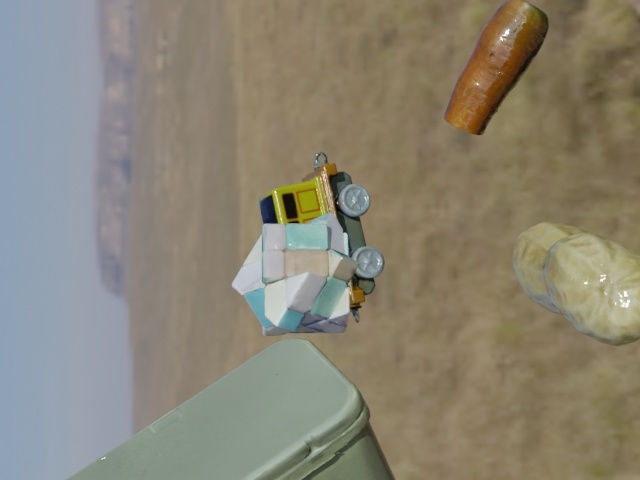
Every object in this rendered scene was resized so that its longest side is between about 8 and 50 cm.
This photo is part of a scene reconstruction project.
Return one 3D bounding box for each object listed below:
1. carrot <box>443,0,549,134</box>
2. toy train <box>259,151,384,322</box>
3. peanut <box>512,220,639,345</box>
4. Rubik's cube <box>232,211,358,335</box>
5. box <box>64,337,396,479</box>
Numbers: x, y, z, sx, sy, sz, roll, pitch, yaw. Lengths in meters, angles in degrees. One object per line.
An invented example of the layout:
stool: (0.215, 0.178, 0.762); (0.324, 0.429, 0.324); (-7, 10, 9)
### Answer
carrot: (0.236, -0.235, 2.092); (0.193, 0.087, 0.087); (-59, 13, 9)
toy train: (0.000, 0.000, 1.916); (0.089, 0.127, 0.219); (155, 104, -68)
peanut: (0.296, 0.042, 1.774); (0.111, 0.125, 0.274); (-55, 20, -2)
Rubik's cube: (-0.015, 0.026, 1.051); (0.073, 0.084, 0.075); (108, 144, -67)
box: (-0.070, 0.346, 1.661); (0.177, 0.352, 0.344); (39, 158, 55)
